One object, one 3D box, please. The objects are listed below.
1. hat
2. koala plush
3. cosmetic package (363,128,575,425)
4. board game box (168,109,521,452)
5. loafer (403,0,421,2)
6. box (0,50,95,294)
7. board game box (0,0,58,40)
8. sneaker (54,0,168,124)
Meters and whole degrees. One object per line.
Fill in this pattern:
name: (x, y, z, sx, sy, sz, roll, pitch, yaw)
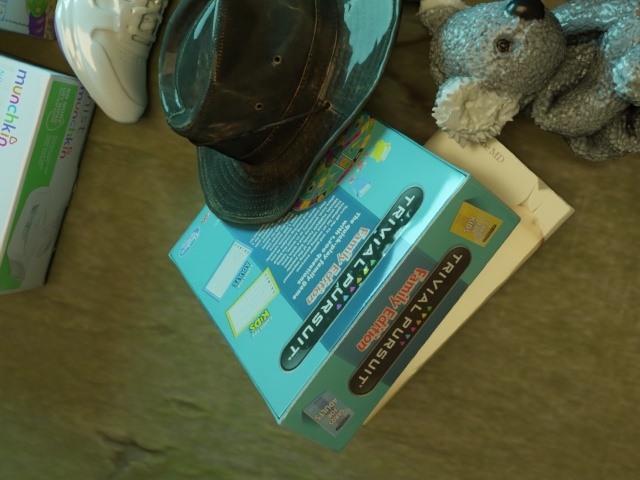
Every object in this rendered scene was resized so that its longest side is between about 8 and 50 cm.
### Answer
hat: (-0.078, -0.187, 0.911, 0.134, 0.331, 0.331, 21, 102, -34)
koala plush: (0.203, -0.167, 0.871, 0.221, 0.203, 0.196, -2, 60, -8)
cosmetic package: (0.103, 0.026, 0.974, 0.160, 0.113, 0.309, 43, 103, 7)
board game box: (0.000, 0.000, 0.887, 0.079, 0.336, 0.254, 34, 96, -34)
loafer: (0.020, -0.405, 0.949, 0.134, 0.130, 0.366, -37, 86, 13)
box: (-0.413, -0.096, 1.076, 0.231, 0.127, 0.262, 21, 98, 12)
board game box: (-0.448, -0.332, 1.053, 0.275, 0.144, 0.142, 14, 98, 12)
sneaker: (-0.214, -0.284, 1.019, 0.152, 0.114, 0.305, -5, 93, 14)
